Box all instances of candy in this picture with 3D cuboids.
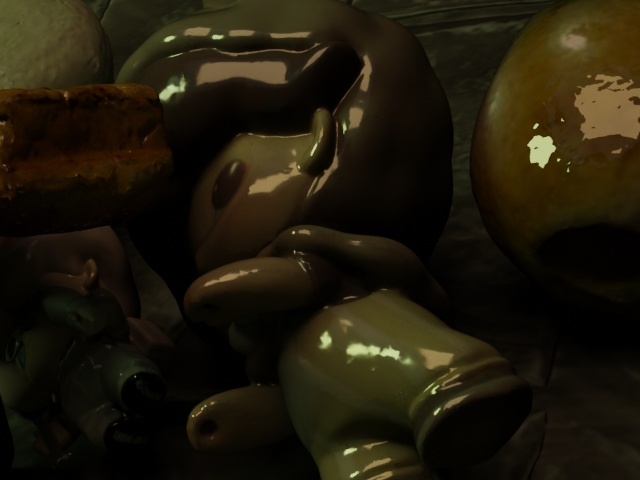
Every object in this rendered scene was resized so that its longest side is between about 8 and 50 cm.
[{"bbox_3d":[-0.260,-0.067,1.321,0.295,0.185,0.295,-25,28,14],"label":"candy"}]

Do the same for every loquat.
[{"bbox_3d":[0.180,-0.056,1.104,0.179,0.179,0.227,-5,36,20],"label":"loquat"}]

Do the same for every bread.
[{"bbox_3d":[-0.201,-0.036,1.044,0.139,0.077,0.271,-7,1,-41],"label":"bread"}]

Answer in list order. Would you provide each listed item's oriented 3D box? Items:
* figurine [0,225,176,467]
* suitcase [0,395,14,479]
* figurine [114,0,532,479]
[{"bbox_3d":[-0.152,0.053,1.150,0.112,0.137,0.229,3,22,-33],"label":"figurine"},{"bbox_3d":[-0.390,0.123,1.034,0.434,0.194,0.283,1,35,13],"label":"suitcase"},{"bbox_3d":[0.000,0.001,1.070,0.203,0.248,0.380,-7,42,-17],"label":"figurine"}]
